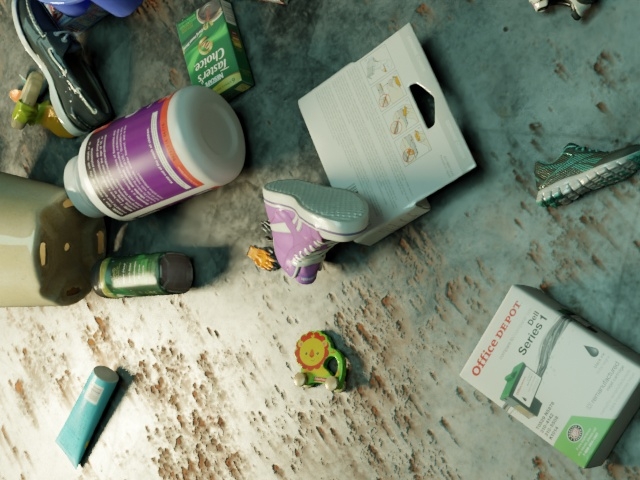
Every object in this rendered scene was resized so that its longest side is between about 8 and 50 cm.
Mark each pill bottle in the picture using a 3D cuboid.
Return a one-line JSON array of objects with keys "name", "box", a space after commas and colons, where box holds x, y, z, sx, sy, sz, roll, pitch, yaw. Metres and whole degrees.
[{"name": "pill bottle", "box": [-0.305, -0.145, 1.765, 0.323, 0.181, 0.181, -18, 74, 31]}]

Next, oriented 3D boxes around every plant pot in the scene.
[{"name": "plant pot", "box": [-0.597, 0.004, 1.888, 0.305, 0.334, 0.334, 6, 87, 23]}]

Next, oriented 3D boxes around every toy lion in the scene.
[{"name": "toy lion", "box": [-0.001, 0.196, 1.611, 0.100, 0.034, 0.096, 3, 78, 34]}]

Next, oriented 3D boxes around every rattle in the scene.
[{"name": "rattle", "box": [-0.576, -0.284, 2.062, 0.199, 0.142, 0.130, -163, 78, -70]}]

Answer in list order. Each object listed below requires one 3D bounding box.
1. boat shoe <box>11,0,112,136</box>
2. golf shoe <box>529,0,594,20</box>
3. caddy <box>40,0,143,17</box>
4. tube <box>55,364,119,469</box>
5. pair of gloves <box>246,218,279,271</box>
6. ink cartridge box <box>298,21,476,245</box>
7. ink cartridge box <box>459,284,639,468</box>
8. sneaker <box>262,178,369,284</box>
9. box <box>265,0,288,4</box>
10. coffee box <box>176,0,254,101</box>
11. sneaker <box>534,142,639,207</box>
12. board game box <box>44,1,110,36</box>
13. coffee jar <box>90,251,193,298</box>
[{"name": "boat shoe", "box": [-0.507, -0.361, 1.950, 0.091, 0.114, 0.302, -24, 98, 22]}, {"name": "golf shoe", "box": [0.318, -0.384, 1.445, 0.186, 0.067, 0.086, 29, 102, 33]}, {"name": "caddy", "box": [-0.443, -0.588, 1.875, 0.241, 0.179, 0.341, 3, 76, 21]}, {"name": "tube", "box": [-0.452, 0.336, 1.887, 0.080, 0.052, 0.207, 43, 113, 35]}, {"name": "pair of gloves", "box": [-0.089, 0.008, 1.704, 0.074, 0.010, 0.083, 33, 101, 33]}, {"name": "ink cartridge box", "box": [0.109, -0.167, 1.563, 0.239, 0.060, 0.275, -31, 68, 26]}, {"name": "ink cartridge box", "box": [0.325, 0.182, 1.352, 0.219, 0.092, 0.160, 35, 103, 32]}, {"name": "sneaker", "box": [0.001, 0.000, 1.551, 0.282, 0.102, 0.161, -154, 56, -64]}, {"name": "box", "box": [-0.107, -0.480, 1.768, 0.137, 0.027, 0.094, 17, 94, 34]}, {"name": "coffee box", "box": [-0.194, -0.342, 1.801, 0.113, 0.040, 0.184, -25, 71, 29]}, {"name": "sneaker", "box": [0.371, -0.108, 1.380, 0.166, 0.065, 0.076, -23, 68, 28]}, {"name": "board game box", "box": [-0.536, -0.494, 2.040, 0.194, 0.060, 0.194, -39, 64, 23]}, {"name": "coffee jar", "box": [-0.331, 0.065, 1.808, 0.184, 0.096, 0.079, -6, 82, 33]}]
